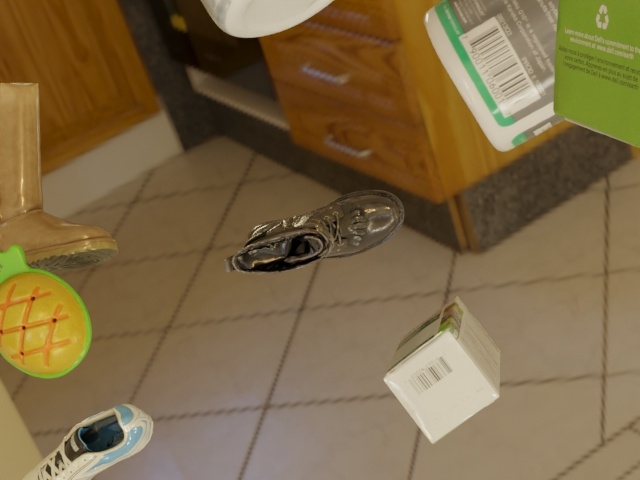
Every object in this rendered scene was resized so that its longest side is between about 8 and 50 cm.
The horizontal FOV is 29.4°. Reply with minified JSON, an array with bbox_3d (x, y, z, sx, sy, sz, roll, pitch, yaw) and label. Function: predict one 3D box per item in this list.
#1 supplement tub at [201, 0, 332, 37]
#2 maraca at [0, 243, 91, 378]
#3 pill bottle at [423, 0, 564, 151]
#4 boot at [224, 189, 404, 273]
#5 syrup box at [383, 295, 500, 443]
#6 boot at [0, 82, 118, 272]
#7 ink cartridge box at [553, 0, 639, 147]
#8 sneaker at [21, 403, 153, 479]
[{"bbox_3d":[-0.093,-0.375,1.194,0.193,0.316,0.193,-31,-10,-6],"label":"supplement tub"},{"bbox_3d":[-0.368,0.090,1.529,0.127,0.185,0.099,-46,-5,6],"label":"maraca"},{"bbox_3d":[0.324,-0.277,1.467,0.361,0.204,0.204,-29,27,12],"label":"pill bottle"},{"bbox_3d":[0.000,0.000,1.693,0.263,0.091,0.229,-17,5,-1],"label":"boot"},{"bbox_3d":[0.145,0.143,1.409,0.093,0.096,0.237,-37,1,11],"label":"syrup box"},{"bbox_3d":[-0.399,-0.091,1.687,0.236,0.270,0.089,-9,-11,18],"label":"boot"},{"bbox_3d":[0.280,-0.102,0.715,0.188,0.097,0.255,-6,17,-16],"label":"ink cartridge box"},{"bbox_3d":[-0.341,0.300,1.685,0.237,0.086,0.085,-36,51,10],"label":"sneaker"}]
